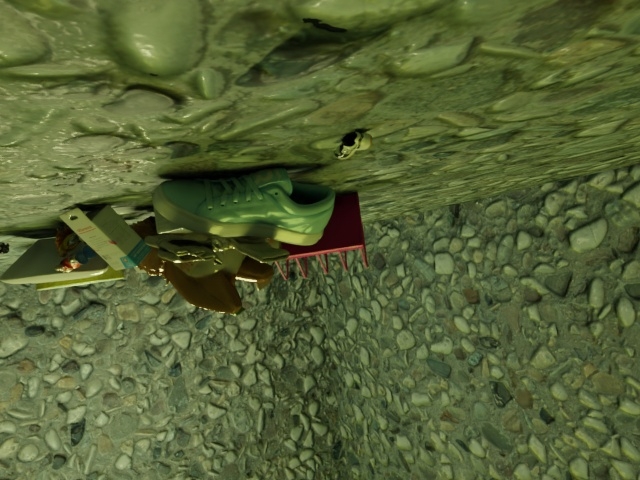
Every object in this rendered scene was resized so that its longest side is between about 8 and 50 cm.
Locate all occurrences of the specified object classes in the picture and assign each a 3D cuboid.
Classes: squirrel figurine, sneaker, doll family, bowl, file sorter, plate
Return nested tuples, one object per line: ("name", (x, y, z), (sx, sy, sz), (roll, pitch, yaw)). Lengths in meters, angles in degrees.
("squirrel figurine", (-0.298, 0.005, 1.297), (0.396, 0.281, 0.370), (1, -169, 15))
("sneaker", (0.045, -0.158, 0.761), (0.037, 0.032, 0.083), (10, 162, -35))
("doll family", (-0.611, -0.011, 1.262), (0.163, 0.118, 0.263), (-18, -170, 39))
("bowl", (-0.877, 0.083, 1.698), (0.289, 0.156, 0.289), (-9, 178, 0))
("sneaker", (-0.135, -0.094, 0.926), (0.365, 0.135, 0.150), (6, 128, -33))
("file sorter", (0.000, 0.000, 1.522), (0.290, 0.202, 0.182), (-9, 145, 9))
("plate", (-0.729, 0.053, 1.365), (0.277, 0.045, 0.278), (-5, -156, -7))

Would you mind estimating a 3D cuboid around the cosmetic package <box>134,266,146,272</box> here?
("cosmetic package", (-0.513, 0.029, 1.527), (0.237, 0.127, 0.107), (0, -135, 19))

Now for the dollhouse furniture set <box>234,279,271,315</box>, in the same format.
("dollhouse furniture set", (-0.335, 0.114, 1.607), (0.301, 0.151, 0.197), (9, -148, 39))

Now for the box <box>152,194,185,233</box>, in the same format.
("box", (-0.294, -0.064, 1.026), (0.102, 0.087, 0.101), (-9, 178, 22))

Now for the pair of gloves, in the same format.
("pair of gloves", (-0.206, 0.005, 0.935), (0.240, 0.042, 0.204), (-2, -166, -34))

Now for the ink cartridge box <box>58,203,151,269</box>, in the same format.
("ink cartridge box", (-0.494, -0.018, 1.077), (0.104, 0.181, 0.062), (-10, -142, 38))

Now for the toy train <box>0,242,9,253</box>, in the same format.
("toy train", (-0.963, 0.024, 1.369), (0.027, 0.036, 0.158), (-8, 178, -5))
